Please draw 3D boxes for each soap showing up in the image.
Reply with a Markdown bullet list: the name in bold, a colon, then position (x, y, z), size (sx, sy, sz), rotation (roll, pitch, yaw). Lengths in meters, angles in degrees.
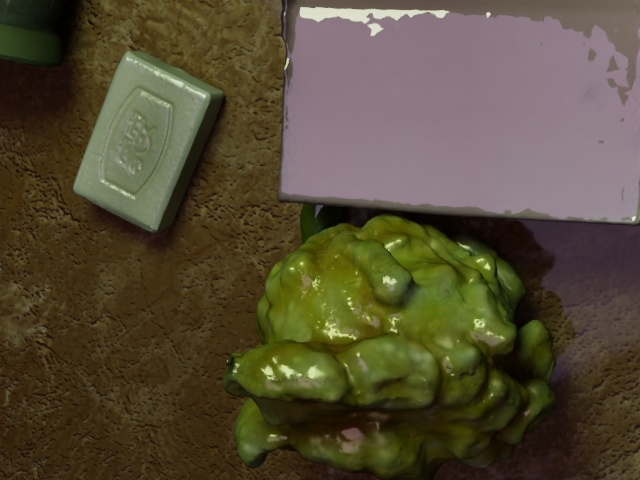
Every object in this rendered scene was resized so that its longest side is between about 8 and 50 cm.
- **soap**: position (-0.203, -0.116, 1.202), size (0.121, 0.064, 0.183), rotation (27, 106, 9)

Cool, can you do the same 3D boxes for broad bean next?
- **broad bean**: position (0.000, -0.001, 1.162), size (0.052, 0.053, 0.256), rotation (0, 100, -20)

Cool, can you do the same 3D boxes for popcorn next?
- **popcorn**: position (0.069, 0.105, 1.028), size (0.335, 0.279, 0.274), rotation (23, 139, -14)

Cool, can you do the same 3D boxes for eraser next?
- **eraser**: position (0.146, -0.157, 1.031), size (0.359, 0.122, 0.272), rotation (3, 96, 12)

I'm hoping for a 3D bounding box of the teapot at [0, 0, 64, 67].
- **teapot**: position (-0.373, -0.387, 1.125), size (0.270, 0.200, 0.337), rotation (11, 103, -30)
